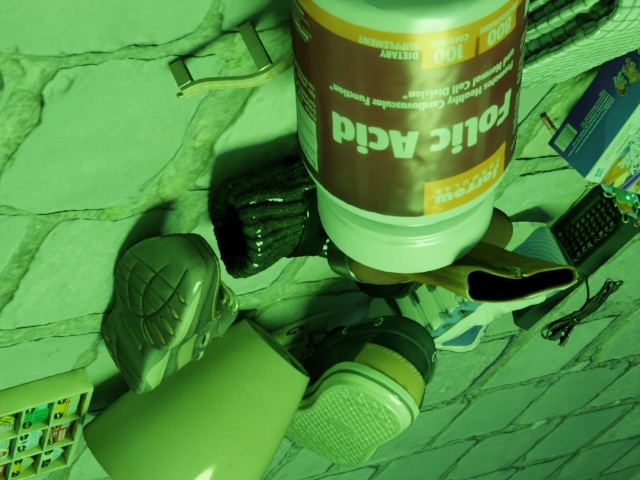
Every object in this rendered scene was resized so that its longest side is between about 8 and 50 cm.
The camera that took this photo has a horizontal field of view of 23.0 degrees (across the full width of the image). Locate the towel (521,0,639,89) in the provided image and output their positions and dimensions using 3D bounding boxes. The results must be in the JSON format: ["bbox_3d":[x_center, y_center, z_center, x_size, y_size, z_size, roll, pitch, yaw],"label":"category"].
[{"bbox_3d":[0.276,-0.253,1.685,0.235,0.121,0.283,-15,175,-42],"label":"towel"}]

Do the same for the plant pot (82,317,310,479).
[{"bbox_3d":[-0.153,0.251,2.241,0.274,0.256,0.256,-48,154,2],"label":"plant pot"}]

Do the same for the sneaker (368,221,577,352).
[{"bbox_3d":[0.239,0.082,2.424,0.315,0.127,0.182,-24,161,12],"label":"sneaker"}]

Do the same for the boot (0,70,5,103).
[{"bbox_3d":[-0.309,-0.184,1.312,0.123,0.095,0.258,-25,157,14],"label":"boot"}]

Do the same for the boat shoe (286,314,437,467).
[{"bbox_3d":[0.042,0.225,2.365,0.156,0.187,0.500,-58,-173,-23],"label":"boat shoe"}]

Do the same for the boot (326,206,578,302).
[{"bbox_3d":[0.185,0.009,1.783,0.264,0.096,0.280,0,-175,-34],"label":"boot"}]

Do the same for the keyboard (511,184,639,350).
[{"bbox_3d":[0.391,0.036,2.384,0.033,0.201,0.317,16,136,-27],"label":"keyboard"}]

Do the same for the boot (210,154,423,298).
[{"bbox_3d":[-0.002,-0.004,1.954,0.260,0.131,0.348,-27,147,-16],"label":"boot"}]

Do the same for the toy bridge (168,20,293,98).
[{"bbox_3d":[-0.064,-0.191,1.594,0.188,0.063,0.026,-29,157,5],"label":"toy bridge"}]

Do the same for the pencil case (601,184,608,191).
[{"bbox_3d":[0.513,-0.136,2.245,0.273,0.113,0.124,-10,139,-34],"label":"pencil case"}]

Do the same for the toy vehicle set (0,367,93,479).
[{"bbox_3d":[-0.421,0.275,2.226,0.166,0.035,0.267,-15,154,-24],"label":"toy vehicle set"}]

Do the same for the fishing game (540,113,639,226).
[{"bbox_3d":[0.391,-0.059,2.095,0.041,0.264,0.189,-46,153,4],"label":"fishing game"}]

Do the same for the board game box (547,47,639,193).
[{"bbox_3d":[0.464,-0.215,1.927,0.233,0.078,0.347,10,121,-46],"label":"board game box"}]

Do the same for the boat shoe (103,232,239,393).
[{"bbox_3d":[-0.179,0.073,1.977,0.130,0.132,0.355,-25,167,-27],"label":"boat shoe"}]

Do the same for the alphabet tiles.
[{"bbox_3d":[-0.084,0.192,2.438,0.198,0.009,0.237,-20,155,-15],"label":"alphabet tiles"}]

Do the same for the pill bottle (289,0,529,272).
[{"bbox_3d":[0.084,-0.158,1.527,0.224,0.224,0.392,-21,144,-13],"label":"pill bottle"}]
